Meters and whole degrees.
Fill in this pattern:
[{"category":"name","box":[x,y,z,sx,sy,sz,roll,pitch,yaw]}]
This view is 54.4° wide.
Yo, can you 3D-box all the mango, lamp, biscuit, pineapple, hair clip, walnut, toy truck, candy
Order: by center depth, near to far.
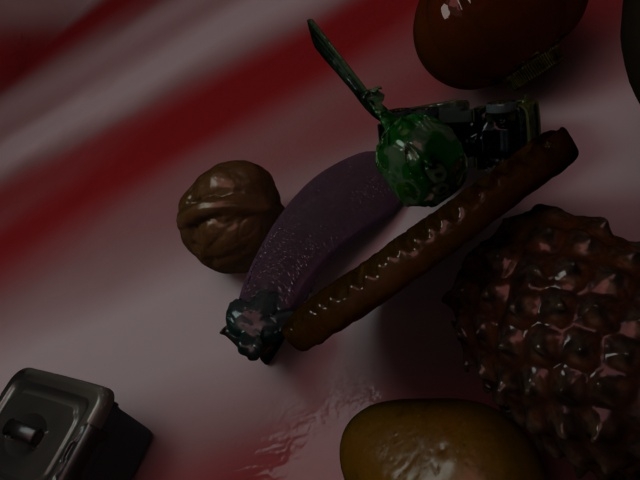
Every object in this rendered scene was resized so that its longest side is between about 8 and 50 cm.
[{"category":"pineapple","box":[0.230,0.122,0.412,0.175,0.175,0.361,-40,45,2]},{"category":"mango","box":[0.097,0.196,0.529,0.195,0.098,0.137,15,67,52]},{"category":"biscuit","box":[0.096,0.001,0.585,0.318,0.318,0.040,-36,85,6]},{"category":"candy","box":[0.055,-0.165,0.715,0.097,0.097,0.323,-36,58,6]},{"category":"toy truck","box":[0.170,-0.129,0.754,0.191,0.085,0.116,3,22,35]},{"category":"lamp","box":[0.220,-0.287,0.778,0.223,0.196,0.223,-34,4,2]},{"category":"hair clip","box":[-0.002,-0.001,0.789,0.110,0.095,0.358,-2,49,58]},{"category":"walnut","box":[-0.121,-0.030,0.862,0.166,0.149,0.166,-6,82,44]}]

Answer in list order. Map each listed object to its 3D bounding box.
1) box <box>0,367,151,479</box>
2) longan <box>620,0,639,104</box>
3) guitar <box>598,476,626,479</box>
[{"category":"box","box":[-0.333,0.259,0.778,0.227,0.130,0.162,1,55,37]},{"category":"longan","box":[0.413,-0.193,0.447,0.361,0.361,0.361,-21,44,22]},{"category":"guitar","box":[0.199,0.234,0.465,0.233,0.025,0.088,-41,37,0]}]
